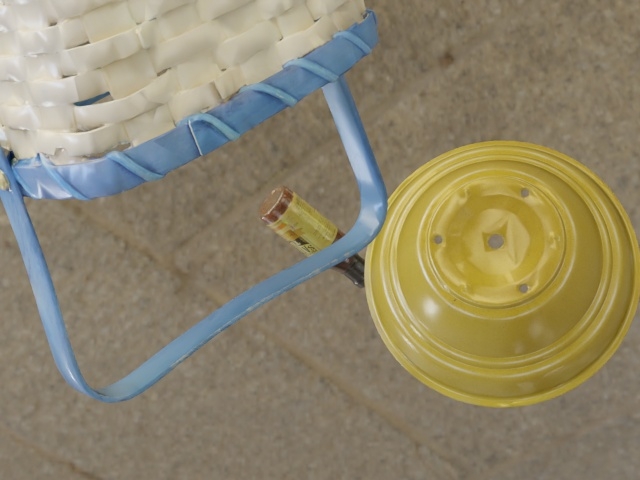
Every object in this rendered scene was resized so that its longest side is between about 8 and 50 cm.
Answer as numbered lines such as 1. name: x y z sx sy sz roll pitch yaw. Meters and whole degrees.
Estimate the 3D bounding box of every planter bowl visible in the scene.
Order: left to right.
1. planter bowl: 0.134 0.011 0.802 0.217 0.217 0.090 -9 163 8

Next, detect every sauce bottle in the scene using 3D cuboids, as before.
1. sauce bottle: 0.000 0.000 1.008 0.128 0.042 0.042 38 124 -20

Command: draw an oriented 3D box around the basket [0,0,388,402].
1. basket: -0.081 -0.081 0.633 0.201 0.254 0.289 5 119 49
